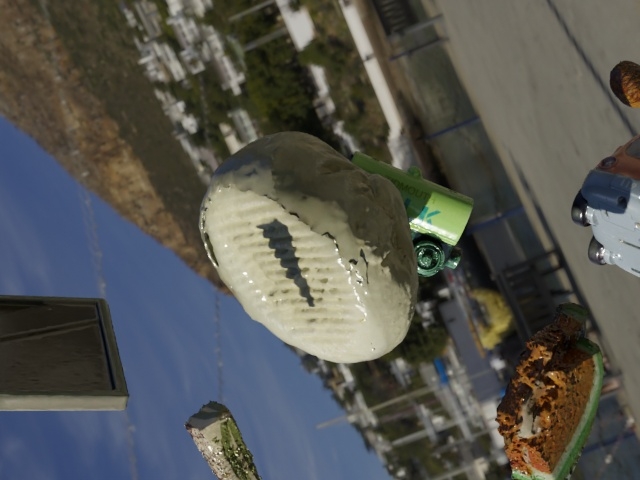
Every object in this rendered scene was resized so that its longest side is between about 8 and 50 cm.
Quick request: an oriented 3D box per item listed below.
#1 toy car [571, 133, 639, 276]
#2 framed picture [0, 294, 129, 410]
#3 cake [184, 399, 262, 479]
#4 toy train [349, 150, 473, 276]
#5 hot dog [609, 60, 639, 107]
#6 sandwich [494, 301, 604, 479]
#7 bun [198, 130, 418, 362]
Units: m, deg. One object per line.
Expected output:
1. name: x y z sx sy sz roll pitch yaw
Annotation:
1. toy car: 0.527 -0.056 1.469 0.180 0.212 0.270 26 165 39
2. framed picture: -0.350 0.097 0.882 0.240 0.324 0.020 -136 52 -65
3. cake: -0.119 0.261 1.181 0.055 0.051 0.140 20 139 47
4. toy train: 0.126 -0.049 1.556 0.105 0.253 0.157 -74 6 -74
5. hot dog: 0.449 -0.220 1.356 0.083 0.058 0.035 50 -177 38
6. sandwich: 0.295 0.194 1.194 0.159 0.079 0.235 34 -104 -55
7. bun: 0.000 0.000 1.395 0.360 0.211 0.359 30 142 27
